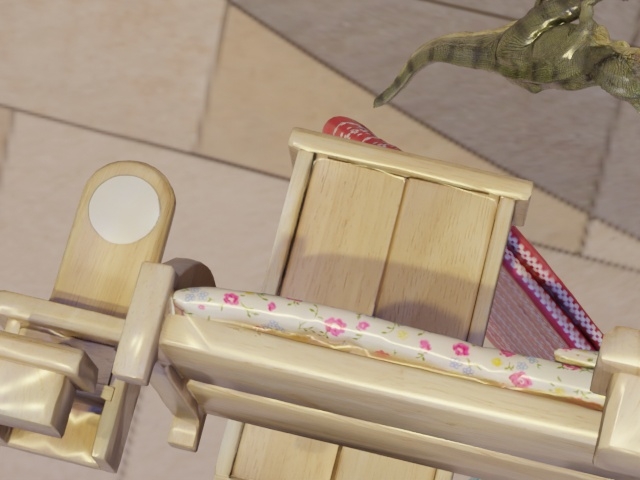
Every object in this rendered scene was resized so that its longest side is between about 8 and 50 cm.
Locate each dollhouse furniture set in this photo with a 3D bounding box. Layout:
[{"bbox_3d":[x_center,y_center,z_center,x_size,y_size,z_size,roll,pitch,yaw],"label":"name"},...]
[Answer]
[{"bbox_3d":[0.000,0.000,0.741,0.303,0.355,0.173,12,75,6],"label":"dollhouse furniture set"}]

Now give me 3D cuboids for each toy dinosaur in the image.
[{"bbox_3d":[0.143,-0.128,1.192,0.118,0.268,0.064,-49,118,-23],"label":"toy dinosaur"}]

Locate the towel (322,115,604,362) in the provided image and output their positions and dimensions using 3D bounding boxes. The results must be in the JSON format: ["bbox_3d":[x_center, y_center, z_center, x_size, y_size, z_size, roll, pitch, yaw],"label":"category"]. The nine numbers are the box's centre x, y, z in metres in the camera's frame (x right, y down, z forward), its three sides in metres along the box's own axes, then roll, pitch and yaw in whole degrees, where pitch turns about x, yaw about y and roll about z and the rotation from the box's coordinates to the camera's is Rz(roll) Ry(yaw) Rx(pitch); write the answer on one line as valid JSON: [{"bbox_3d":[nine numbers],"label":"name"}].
[{"bbox_3d":[0.099,0.017,1.122,0.031,0.275,0.199,-43,108,-4],"label":"towel"}]

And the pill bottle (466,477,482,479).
[{"bbox_3d":[0.166,0.253,1.597,0.146,0.146,0.264,51,122,9],"label":"pill bottle"}]
